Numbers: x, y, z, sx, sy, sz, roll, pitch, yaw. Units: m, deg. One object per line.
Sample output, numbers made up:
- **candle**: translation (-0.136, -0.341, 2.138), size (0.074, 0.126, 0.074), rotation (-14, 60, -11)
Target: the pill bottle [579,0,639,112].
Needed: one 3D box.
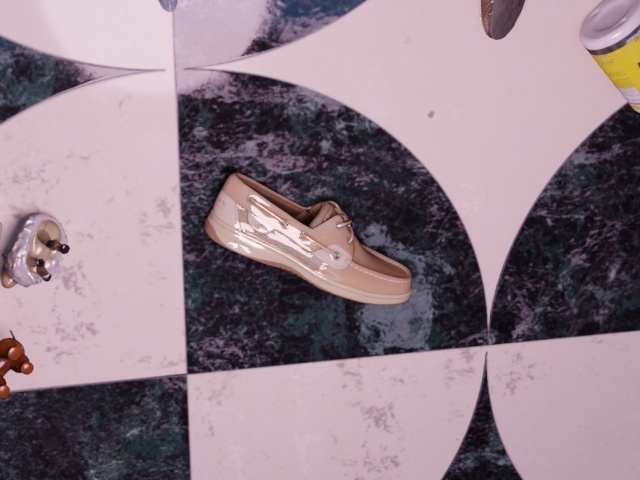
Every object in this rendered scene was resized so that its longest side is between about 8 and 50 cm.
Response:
- **pill bottle**: translation (0.495, -0.268, 2.024), size (0.119, 0.119, 0.208), rotation (-42, 115, 6)

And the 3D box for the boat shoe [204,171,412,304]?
- **boat shoe**: translation (0.000, 0.000, 2.019), size (0.341, 0.121, 0.110), rotation (20, 107, -19)

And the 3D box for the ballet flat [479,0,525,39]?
- **ballet flat**: translation (0.264, -0.416, 1.947), size (0.084, 0.058, 0.250), rotation (-25, 128, -42)

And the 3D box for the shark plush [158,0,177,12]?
- **shark plush**: translation (-0.202, -0.398, 1.834), size (0.073, 0.067, 0.161), rotation (11, 110, -17)

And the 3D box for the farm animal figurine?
- **farm animal figurine**: translation (-0.558, 0.071, 1.896), size (0.330, 0.172, 0.326), rotation (23, 87, -35)
